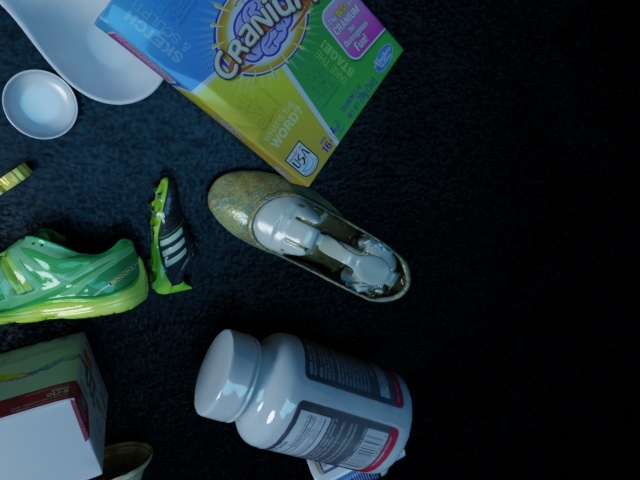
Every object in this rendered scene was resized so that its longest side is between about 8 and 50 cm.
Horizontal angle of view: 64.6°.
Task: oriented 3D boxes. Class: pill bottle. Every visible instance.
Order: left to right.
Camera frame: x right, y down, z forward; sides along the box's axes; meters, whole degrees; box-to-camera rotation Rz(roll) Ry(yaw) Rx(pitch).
[{"bbox_3d":[-0.026,0.251,0.808,0.319,0.176,0.176,25,99,-24],"label":"pill bottle"},{"bbox_3d":[0.067,0.405,0.938,0.169,0.094,0.094,-23,114,-9],"label":"pill bottle"}]

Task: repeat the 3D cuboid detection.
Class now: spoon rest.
[{"bbox_3d":[-0.308,-0.265,0.585,0.276,0.084,0.137,28,98,-24],"label":"spoon rest"}]

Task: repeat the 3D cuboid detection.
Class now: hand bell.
[{"bbox_3d":[-0.306,0.454,0.778,0.126,0.126,0.242,-8,94,-16],"label":"hand bell"}]

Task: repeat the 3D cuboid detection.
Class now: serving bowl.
[{"bbox_3d":[-0.348,-0.171,0.635,0.083,0.027,0.083,-6,111,-16],"label":"serving bowl"}]

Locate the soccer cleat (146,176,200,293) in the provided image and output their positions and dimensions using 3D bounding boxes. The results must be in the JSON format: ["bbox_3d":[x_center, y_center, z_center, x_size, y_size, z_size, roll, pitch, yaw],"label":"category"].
[{"bbox_3d":[-0.209,-0.006,0.728,0.072,0.060,0.178,-2,116,-28],"label":"soccer cleat"}]

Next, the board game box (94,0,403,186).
[{"bbox_3d":[-0.072,-0.257,0.644,0.316,0.064,0.242,36,85,-30],"label":"board game box"}]

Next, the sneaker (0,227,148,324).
[{"bbox_3d":[-0.385,0.047,0.672,0.296,0.109,0.123,-4,87,-16],"label":"sneaker"}]

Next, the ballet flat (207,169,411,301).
[{"bbox_3d":[0.000,0.000,0.764,0.349,0.123,0.123,28,98,-24],"label":"ballet flat"}]

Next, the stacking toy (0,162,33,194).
[{"bbox_3d":[-0.495,-0.083,0.604,0.221,0.052,0.167,-36,115,-3],"label":"stacking toy"}]

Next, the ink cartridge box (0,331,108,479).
[{"bbox_3d":[-0.372,0.231,0.687,0.127,0.176,0.128,-15,113,-16],"label":"ink cartridge box"}]
